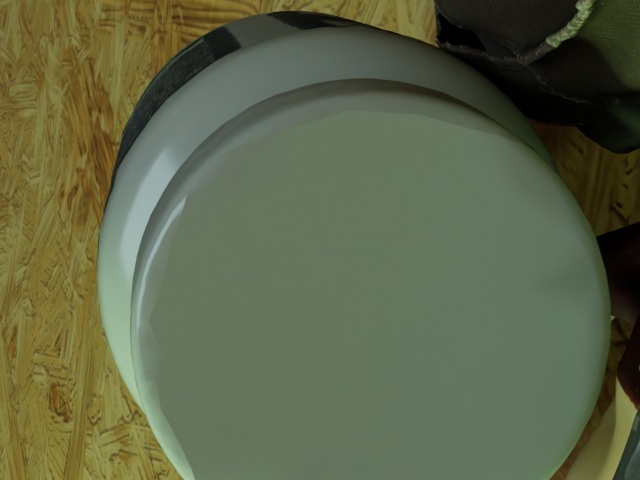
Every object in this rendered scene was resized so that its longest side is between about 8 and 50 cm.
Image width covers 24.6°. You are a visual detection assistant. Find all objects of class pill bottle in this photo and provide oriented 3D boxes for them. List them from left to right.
[{"bbox_3d":[0.000,0.000,0.684,0.361,0.204,0.204,-117,37,-78],"label":"pill bottle"}]

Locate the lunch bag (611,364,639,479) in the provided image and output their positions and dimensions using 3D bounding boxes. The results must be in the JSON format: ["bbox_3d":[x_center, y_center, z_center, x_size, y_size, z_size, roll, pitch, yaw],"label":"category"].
[{"bbox_3d":[0.231,0.051,0.346,0.305,0.212,0.256,23,89,61],"label":"lunch bag"}]

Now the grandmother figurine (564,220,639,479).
[{"bbox_3d":[0.156,0.069,0.598,0.208,0.104,0.342,45,122,44],"label":"grandmother figurine"}]

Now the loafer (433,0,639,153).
[{"bbox_3d":[0.093,-0.110,0.544,0.366,0.130,0.134,82,-157,-79],"label":"loafer"}]
